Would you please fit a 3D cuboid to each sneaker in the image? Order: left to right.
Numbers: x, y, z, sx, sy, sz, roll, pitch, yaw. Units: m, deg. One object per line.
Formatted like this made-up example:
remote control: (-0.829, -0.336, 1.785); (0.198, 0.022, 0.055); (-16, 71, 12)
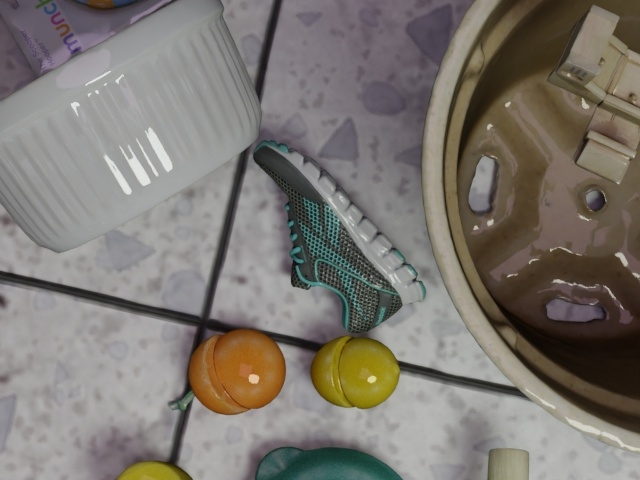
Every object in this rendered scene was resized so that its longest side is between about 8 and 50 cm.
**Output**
sneaker: (0.000, 0.000, 1.111); (0.076, 0.065, 0.166); (-42, 89, 0)

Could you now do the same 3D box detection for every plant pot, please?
plant pot: (0.212, -0.037, 1.001); (0.333, 0.305, 0.334); (0, 89, -4)

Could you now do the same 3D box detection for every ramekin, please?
ramekin: (-0.138, -0.079, 1.039); (0.207, 0.207, 0.109); (-30, 100, -4)

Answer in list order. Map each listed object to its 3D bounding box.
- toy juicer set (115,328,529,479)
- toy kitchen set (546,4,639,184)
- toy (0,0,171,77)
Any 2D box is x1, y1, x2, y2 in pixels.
toy juicer set: (0.026, 0.183, 1.099); (0.329, 0.089, 0.209); (24, 74, 6)
toy kitchen set: (0.162, -0.071, 0.808); (0.083, 0.075, 0.068); (25, 88, 2)
toy: (-0.141, -0.241, 1.110); (0.237, 0.056, 0.137); (-31, 82, -6)
